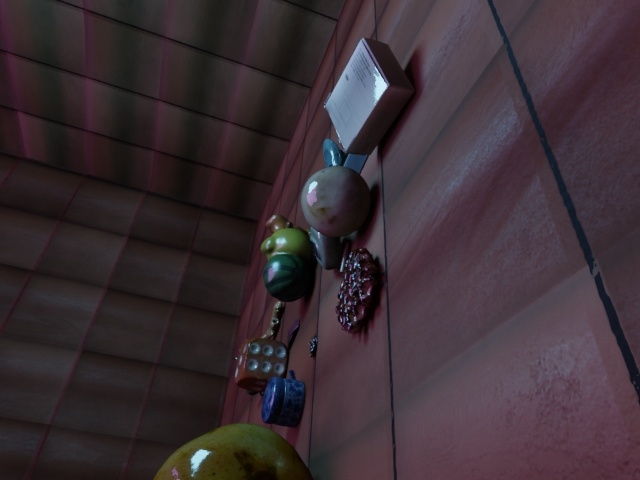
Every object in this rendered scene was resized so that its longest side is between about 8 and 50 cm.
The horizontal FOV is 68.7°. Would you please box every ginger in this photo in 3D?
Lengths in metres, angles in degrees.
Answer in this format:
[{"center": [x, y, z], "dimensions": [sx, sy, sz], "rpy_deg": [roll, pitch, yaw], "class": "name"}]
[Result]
[{"center": [-0.228, 0.411, 2.149], "dimensions": [0.287, 0.075, 0.089], "rpy_deg": [-69, 19, 6], "class": "ginger"}]

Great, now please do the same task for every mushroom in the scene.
[{"center": [0.054, -0.113, 1.372], "dimensions": [0.215, 0.208, 0.207], "rpy_deg": [-11, -60, -70], "class": "mushroom"}]

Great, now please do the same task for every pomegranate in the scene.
[{"center": [-0.212, 0.650, 1.091], "dimensions": [0.417, 0.417, 0.416], "rpy_deg": [-165, 90, -77], "class": "pomegranate"}]

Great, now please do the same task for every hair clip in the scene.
[{"center": [-0.111, 0.362, 1.811], "dimensions": [0.054, 0.022, 0.137], "rpy_deg": [-91, 21, -58], "class": "hair clip"}]

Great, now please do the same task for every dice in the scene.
[{"center": [-0.229, 0.489, 1.832], "dimensions": [0.179, 0.175, 0.173], "rpy_deg": [131, 151, -54], "class": "dice"}]

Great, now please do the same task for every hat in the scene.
[{"center": [0.061, -0.280, 1.722], "dimensions": [0.138, 0.078, 0.190], "rpy_deg": [122, 141, -74], "class": "hat"}]

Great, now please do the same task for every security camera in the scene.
[{"center": [0.000, 0.000, 1.536], "dimensions": [0.301, 0.080, 0.157], "rpy_deg": [-135, 29, -74], "class": "security camera"}]

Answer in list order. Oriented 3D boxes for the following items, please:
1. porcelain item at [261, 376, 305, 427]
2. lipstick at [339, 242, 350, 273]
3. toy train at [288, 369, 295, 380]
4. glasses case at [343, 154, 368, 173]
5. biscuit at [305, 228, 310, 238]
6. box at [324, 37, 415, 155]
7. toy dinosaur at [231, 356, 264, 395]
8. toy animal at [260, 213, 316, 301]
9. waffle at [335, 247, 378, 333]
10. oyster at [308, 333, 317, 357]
[{"center": [-0.123, 0.514, 1.497], "dimensions": [0.147, 0.114, 0.147], "rpy_deg": [-166, 90, -76], "class": "porcelain item"}, {"center": [0.074, 0.052, 1.405], "dimensions": [0.019, 0.019, 0.094], "rpy_deg": [141, 142, -68], "class": "lipstick"}, {"center": [-0.099, 0.481, 1.640], "dimensions": [0.083, 0.017, 0.017], "rpy_deg": [-124, 49, -72], "class": "toy train"}, {"center": [0.140, -0.336, 1.489], "dimensions": [0.105, 0.056, 0.266], "rpy_deg": [-93, 23, -51], "class": "glasses case"}, {"center": [-0.059, -0.006, 2.012], "dimensions": [0.081, 0.018, 0.083], "rpy_deg": [-133, 60, -75], "class": "biscuit"}, {"center": [0.129, -0.402, 1.334], "dimensions": [0.251, 0.106, 0.203], "rpy_deg": [-55, 44, 45], "class": "box"}, {"center": [-0.316, 0.611, 2.033], "dimensions": [0.087, 0.179, 0.187], "rpy_deg": [-107, 32, -67], "class": "toy dinosaur"}, {"center": [-0.114, 0.068, 1.792], "dimensions": [0.191, 0.216, 0.338], "rpy_deg": [-26, 47, 36], "class": "toy animal"}, {"center": [0.091, 0.127, 1.190], "dimensions": [0.234, 0.056, 0.221], "rpy_deg": [-147, 71, -81], "class": "waffle"}, {"center": [-0.027, 0.338, 1.499], "dimensions": [0.054, 0.019, 0.083], "rpy_deg": [120, 160, -45], "class": "oyster"}]
